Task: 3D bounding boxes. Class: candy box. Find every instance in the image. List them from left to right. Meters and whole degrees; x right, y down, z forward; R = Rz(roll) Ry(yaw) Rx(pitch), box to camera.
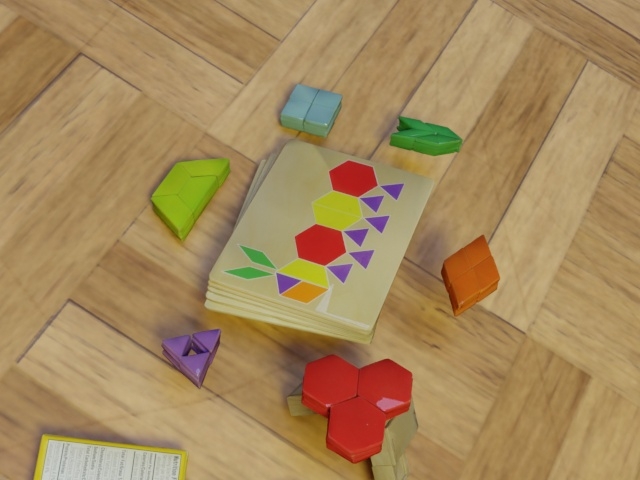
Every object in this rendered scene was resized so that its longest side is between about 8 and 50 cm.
[{"bbox_3d":[-0.153,0.237,0.639,0.105,0.027,0.206,11,61,-13],"label":"candy box"}]

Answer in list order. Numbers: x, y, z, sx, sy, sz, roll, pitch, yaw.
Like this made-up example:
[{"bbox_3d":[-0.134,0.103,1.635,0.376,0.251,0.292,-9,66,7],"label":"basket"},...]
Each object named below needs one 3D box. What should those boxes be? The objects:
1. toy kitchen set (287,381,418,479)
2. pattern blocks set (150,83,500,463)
[{"bbox_3d":[0.029,0.144,0.744,0.068,0.075,0.083,-33,111,-64],"label":"toy kitchen set"},{"bbox_3d":[0.000,0.000,0.770,0.285,0.026,0.325,24,53,17],"label":"pattern blocks set"}]
